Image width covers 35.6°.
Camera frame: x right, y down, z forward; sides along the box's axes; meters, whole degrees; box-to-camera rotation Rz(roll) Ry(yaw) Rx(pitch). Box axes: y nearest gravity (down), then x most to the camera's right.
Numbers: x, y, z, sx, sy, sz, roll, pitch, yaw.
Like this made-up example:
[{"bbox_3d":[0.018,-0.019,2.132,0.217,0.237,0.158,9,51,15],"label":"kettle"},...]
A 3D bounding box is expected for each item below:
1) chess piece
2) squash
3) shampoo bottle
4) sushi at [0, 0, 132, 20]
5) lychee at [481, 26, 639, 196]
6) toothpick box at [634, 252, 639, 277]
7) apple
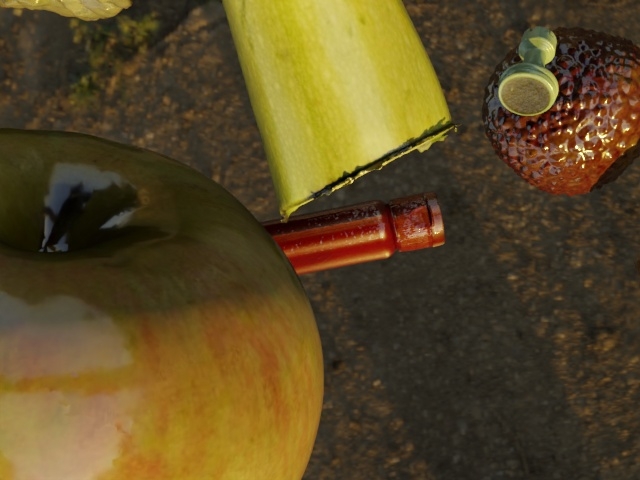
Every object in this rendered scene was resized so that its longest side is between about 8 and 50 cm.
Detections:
[{"bbox_3d":[0.243,-0.199,1.143,0.067,0.067,0.103,-17,39,38],"label":"chess piece"},{"bbox_3d":[0.000,-0.145,0.607,0.137,0.137,0.287,12,131,40],"label":"squash"},{"bbox_3d":[0.000,0.000,1.069,0.260,0.102,0.064,-11,78,0],"label":"shampoo bottle"},{"bbox_3d":[-0.270,-0.416,1.062,0.300,0.281,0.294,14,67,24],"label":"sushi"},{"bbox_3d":[0.377,-0.199,1.501,0.261,0.261,0.260,-4,83,39],"label":"lychee"},{"bbox_3d":[0.599,0.089,1.407,0.294,0.192,0.192,46,116,8],"label":"toothpick box"},{"bbox_3d":[-0.133,0.078,0.450,0.257,0.257,0.233,36,119,36],"label":"apple"}]
